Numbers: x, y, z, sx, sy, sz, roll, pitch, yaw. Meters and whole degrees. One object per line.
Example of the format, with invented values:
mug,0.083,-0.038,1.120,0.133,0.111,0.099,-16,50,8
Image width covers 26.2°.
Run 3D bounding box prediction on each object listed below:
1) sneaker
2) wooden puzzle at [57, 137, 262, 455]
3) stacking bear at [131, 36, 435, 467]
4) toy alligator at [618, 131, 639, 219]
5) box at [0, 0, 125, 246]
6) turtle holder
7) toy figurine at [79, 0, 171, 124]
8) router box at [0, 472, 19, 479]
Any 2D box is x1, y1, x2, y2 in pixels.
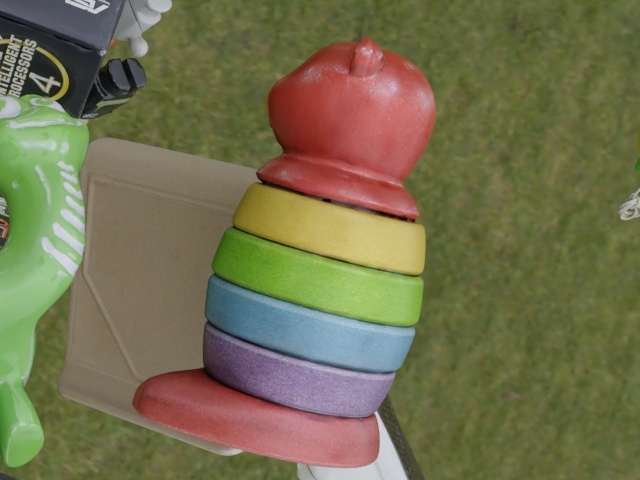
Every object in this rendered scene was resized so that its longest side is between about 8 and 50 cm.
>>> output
sneaker,0.010,0.183,1.424,0.290,0.123,0.106,69,16,3
wooden puzzle,-0.129,0.043,1.191,0.044,0.221,0.238,-2,103,-56
stacking bear,0.000,0.000,0.980,0.175,0.164,0.288,5,100,-67
toy alligator,0.301,-0.088,1.193,0.056,0.189,0.051,5,57,-15
box,-0.395,-0.162,1.369,0.318,0.395,0.097,22,55,-12
turtle holder,-0.308,0.035,0.882,0.243,0.227,0.320,8,131,-44
toy figurine,-0.290,-0.242,1.526,0.213,0.148,0.209,36,47,-29
router box,-0.357,0.277,1.113,0.309,0.081,0.242,33,35,-38
